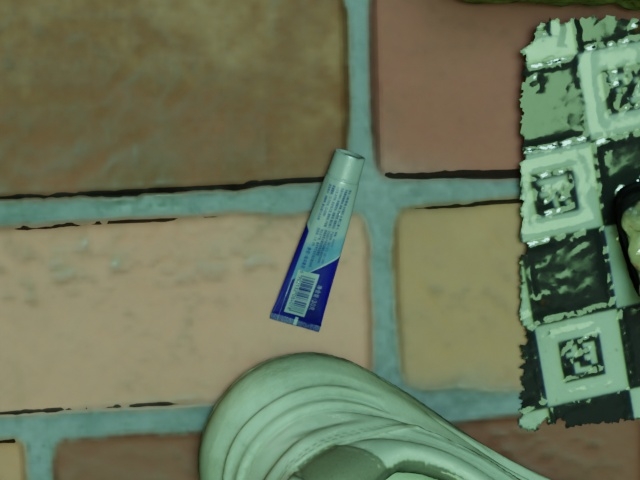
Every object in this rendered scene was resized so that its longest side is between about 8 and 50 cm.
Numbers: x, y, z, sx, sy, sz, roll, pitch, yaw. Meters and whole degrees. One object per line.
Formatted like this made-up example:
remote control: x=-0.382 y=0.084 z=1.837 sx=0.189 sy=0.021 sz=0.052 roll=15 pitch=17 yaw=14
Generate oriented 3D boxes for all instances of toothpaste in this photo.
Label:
toothpaste: x=0.000 y=0.000 z=0.660 sx=0.024 sy=0.015 sz=0.083 roll=15 pitch=102 yaw=-9

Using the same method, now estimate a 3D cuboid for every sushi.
sushi: x=0.195 y=-0.005 z=0.659 sx=0.210 sy=0.040 sz=0.192 roll=-3 pitch=102 yaw=-5

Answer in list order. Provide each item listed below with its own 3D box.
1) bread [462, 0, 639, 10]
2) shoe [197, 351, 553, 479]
bread: x=0.177 y=-0.155 z=0.613 sx=0.266 sy=0.178 sz=0.141 roll=-2 pitch=130 yaw=-3
shoe: x=0.087 y=0.168 z=0.622 sx=0.316 sy=0.159 sz=0.124 roll=33 pitch=93 yaw=-6
